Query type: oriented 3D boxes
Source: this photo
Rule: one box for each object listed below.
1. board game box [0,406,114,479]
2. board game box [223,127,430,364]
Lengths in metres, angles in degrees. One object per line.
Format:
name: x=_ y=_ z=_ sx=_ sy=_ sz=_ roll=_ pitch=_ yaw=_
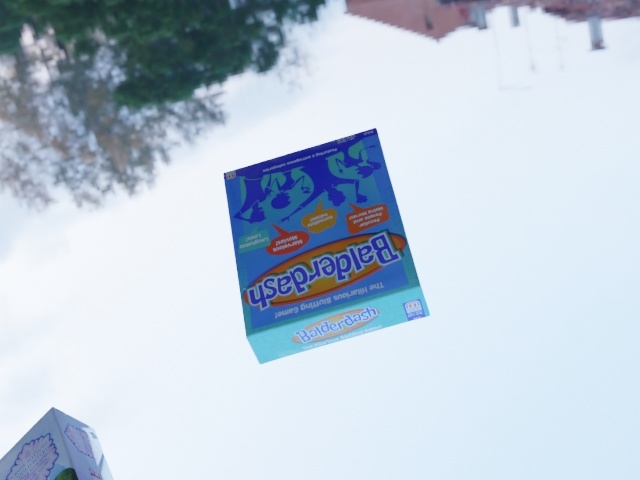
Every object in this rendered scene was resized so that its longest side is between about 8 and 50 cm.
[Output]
board game box: x=-0.299 y=0.368 z=1.079 sx=0.319 sy=0.066 sz=0.318 roll=-45 pitch=-141 yaw=5
board game box: x=0.000 y=0.000 z=1.078 sx=0.160 sy=0.047 sz=0.210 roll=-17 pitch=-132 yaw=4
